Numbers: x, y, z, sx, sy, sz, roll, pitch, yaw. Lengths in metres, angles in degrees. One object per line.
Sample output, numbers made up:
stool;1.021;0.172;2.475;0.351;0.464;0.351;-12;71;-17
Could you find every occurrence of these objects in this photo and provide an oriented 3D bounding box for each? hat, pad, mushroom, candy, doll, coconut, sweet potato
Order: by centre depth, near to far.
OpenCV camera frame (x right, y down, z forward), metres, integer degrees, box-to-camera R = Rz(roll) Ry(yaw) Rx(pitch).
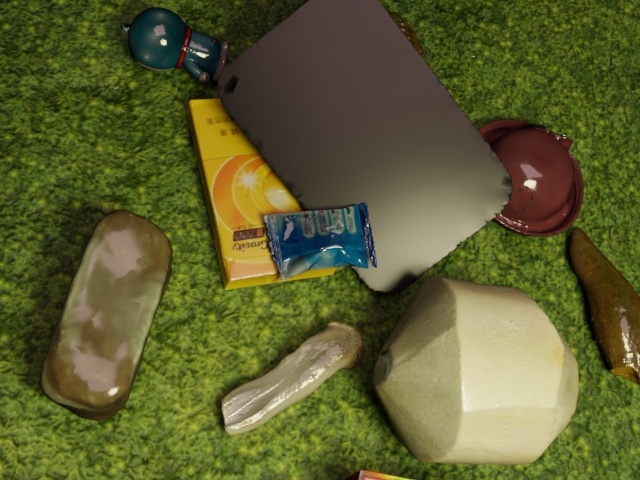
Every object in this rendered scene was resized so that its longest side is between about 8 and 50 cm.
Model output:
candy;-0.241;0.085;0.927;0.102;0.104;0.234;18;62;-6
coconut;0.169;0.156;0.952;0.241;0.241;0.241;6;64;-13
mushroom;-0.036;0.170;0.982;0.202;0.054;0.059;-33;72;-21
candy;0.000;0.001;1.023;0.136;0.038;0.088;-7;79;-9
pad;0.086;-0.155;1.077;0.315;0.063;0.375;-37;94;0
doll;-0.204;-0.272;1.122;0.152;0.085;0.114;15;47;-21
sweet potato;0.406;0.086;1.126;0.077;0.077;0.244;-7;69;-18
hat;0.307;-0.102;1.178;0.205;0.089;0.205;6;63;-13

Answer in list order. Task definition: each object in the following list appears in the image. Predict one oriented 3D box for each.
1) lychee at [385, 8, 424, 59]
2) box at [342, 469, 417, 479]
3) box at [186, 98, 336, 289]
lychee;0.065;-0.249;1.145;0.171;0.171;0.171;6;64;-13
box;0.110;0.307;0.919;0.175;0.112;0.048;14;62;-10
box;-0.081;-0.073;1.082;0.152;0.043;0.269;-8;67;-19
